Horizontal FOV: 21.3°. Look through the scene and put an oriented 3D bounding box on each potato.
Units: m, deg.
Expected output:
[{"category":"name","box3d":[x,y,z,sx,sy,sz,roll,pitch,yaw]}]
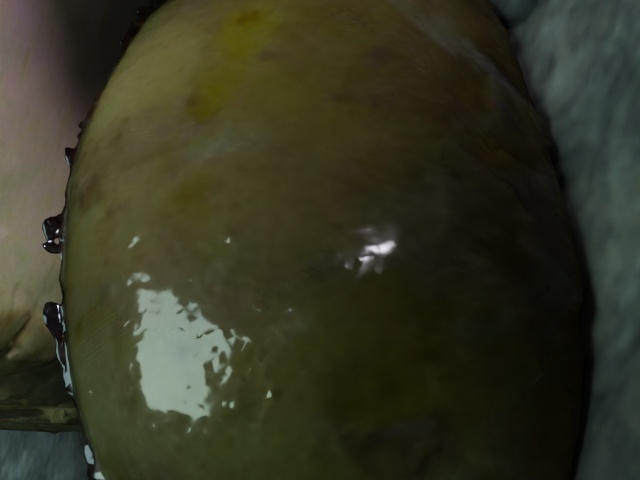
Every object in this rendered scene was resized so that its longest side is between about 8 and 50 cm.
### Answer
[{"category":"potato","box3d":[0.001,-0.003,0.461,0.100,0.120,0.261,-35,48,46]}]

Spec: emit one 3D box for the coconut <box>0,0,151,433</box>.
[{"category":"coconut","box3d":[-0.164,-0.090,0.645,0.297,0.297,0.309,-16,67,61]}]
